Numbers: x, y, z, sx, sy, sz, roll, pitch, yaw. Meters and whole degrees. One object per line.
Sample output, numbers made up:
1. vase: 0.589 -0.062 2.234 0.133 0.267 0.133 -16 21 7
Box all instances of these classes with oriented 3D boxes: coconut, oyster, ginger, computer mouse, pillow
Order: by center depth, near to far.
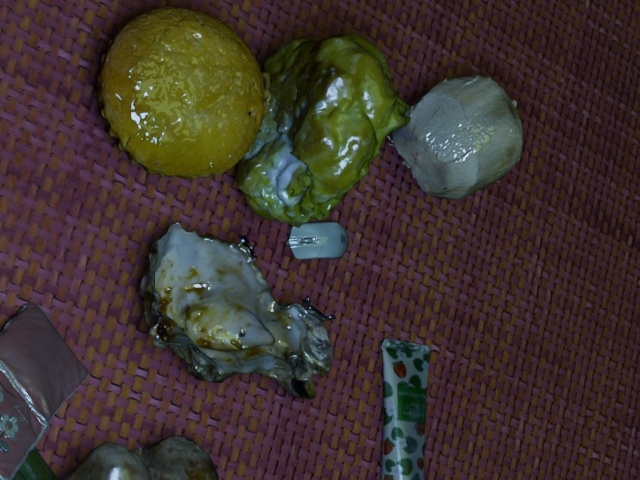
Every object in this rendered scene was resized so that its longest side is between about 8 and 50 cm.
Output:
1. pillow: -0.370 0.182 1.711 0.126 0.043 0.232 54 35 -18
2. ginger: -0.217 0.354 1.767 0.304 0.155 0.244 -7 106 -40
3. oyster: -0.105 0.104 1.893 0.337 0.133 0.197 24 69 -33
4. computer mouse: 0.000 0.000 2.038 0.110 0.032 0.055 -3 86 -35
5. coconut: 0.214 -0.158 2.122 0.194 0.194 0.194 4 82 -35

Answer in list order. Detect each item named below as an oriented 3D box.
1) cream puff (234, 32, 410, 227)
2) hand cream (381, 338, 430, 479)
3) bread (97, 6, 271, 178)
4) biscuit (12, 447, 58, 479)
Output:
1. cream puff: 0.010 -0.143 1.928 0.185 0.282 0.281 20 74 -37
2. hand cream: 0.122 0.285 2.082 0.095 0.059 0.276 12 74 -36
3. bread: -0.190 -0.190 1.859 0.240 0.139 0.239 5 82 -35
4. biscuit: -0.419 0.207 1.698 0.322 0.038 0.099 58 37 -17
